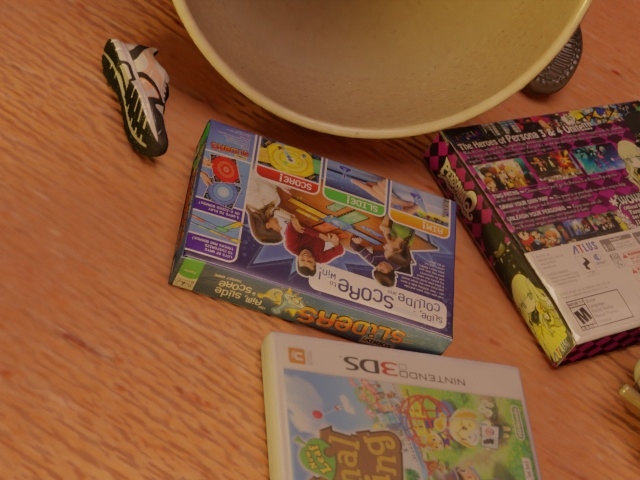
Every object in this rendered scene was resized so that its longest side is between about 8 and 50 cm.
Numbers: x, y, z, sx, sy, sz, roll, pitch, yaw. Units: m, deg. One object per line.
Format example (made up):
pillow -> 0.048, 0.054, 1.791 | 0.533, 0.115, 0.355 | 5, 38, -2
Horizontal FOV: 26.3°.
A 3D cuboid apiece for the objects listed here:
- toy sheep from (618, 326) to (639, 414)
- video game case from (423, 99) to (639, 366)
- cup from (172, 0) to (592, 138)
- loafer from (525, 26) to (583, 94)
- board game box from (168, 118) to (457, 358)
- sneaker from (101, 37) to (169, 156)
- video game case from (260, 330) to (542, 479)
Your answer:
toy sheep -> 0.271, 0.102, 1.008 | 0.091, 0.091, 0.132 | 30, 62, -2
video game case -> 0.227, -0.015, 1.111 | 0.232, 0.042, 0.210 | -12, 60, -34
cup -> 0.039, -0.274, 1.080 | 0.331, 0.331, 0.237 | 17, 22, -13
loafer -> 0.205, -0.190, 1.242 | 0.056, 0.050, 0.148 | 17, 63, -9
board game box -> 0.000, 0.000, 0.989 | 0.201, 0.035, 0.136 | 18, 47, -12
sneaker -> -0.126, -0.107, 1.011 | 0.044, 0.040, 0.109 | -2, 55, -30
video game case -> 0.060, 0.163, 0.894 | 0.193, 0.023, 0.212 | 10, 50, -20
